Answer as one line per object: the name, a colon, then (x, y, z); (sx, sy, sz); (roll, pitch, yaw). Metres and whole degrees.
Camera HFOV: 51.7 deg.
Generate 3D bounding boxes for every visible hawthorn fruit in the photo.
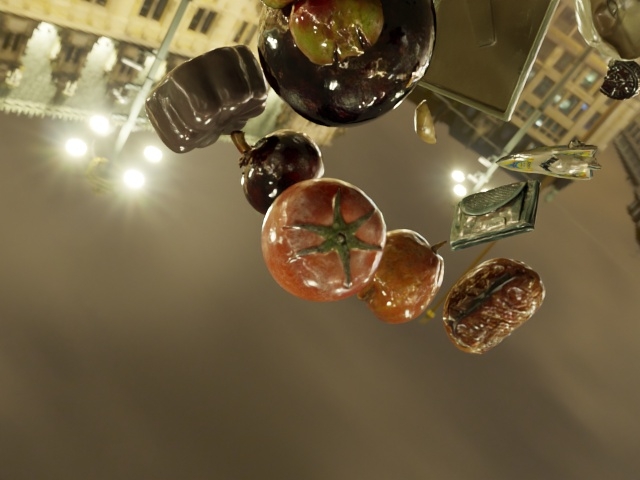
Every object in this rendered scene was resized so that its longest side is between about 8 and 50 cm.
hawthorn fruit: (0.239, 0.081, 1.909); (0.277, 0.298, 0.277); (52, -168, -15)

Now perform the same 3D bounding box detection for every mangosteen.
mangosteen: (0.027, -0.434, 1.301); (0.435, 0.382, 0.382); (41, -162, -47)
mangosteen: (-0.123, -0.187, 1.671); (0.261, 0.235, 0.235); (32, -151, -6)

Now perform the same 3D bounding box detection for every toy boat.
toy boat: (0.473, -0.166, 1.379); (0.210, 0.084, 0.066); (-1, -131, 12)

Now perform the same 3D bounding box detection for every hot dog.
hot dog: (0.364, 0.136, 1.400); (0.160, 0.226, 0.099); (52, -167, -3)

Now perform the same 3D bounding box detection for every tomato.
tomato: (0.000, 0.000, 1.407); (0.264, 0.265, 0.265); (26, -149, -17)

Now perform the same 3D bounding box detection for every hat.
hat: (0.423, -0.358, 0.996); (0.166, 0.144, 0.173); (42, -169, -16)

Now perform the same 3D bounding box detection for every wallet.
wallet: (0.233, -0.038, 0.894); (0.026, 0.129, 0.088); (40, -128, -29)

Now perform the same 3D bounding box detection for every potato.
potato: (0.213, -0.239, 1.360); (0.037, 0.036, 0.093); (-92, -15, -74)

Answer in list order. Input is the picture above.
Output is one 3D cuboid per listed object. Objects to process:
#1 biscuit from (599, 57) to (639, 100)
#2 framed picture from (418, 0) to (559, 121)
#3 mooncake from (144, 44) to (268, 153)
biscuit: (0.540, -0.292, 1.191); (0.027, 0.089, 0.087); (-44, -75, -21)
framed picture: (0.449, -0.590, 1.799); (0.326, 0.446, 0.028); (29, -149, 19)
mooncake: (-0.270, -0.338, 1.615); (0.154, 0.306, 0.306); (59, -148, 1)
